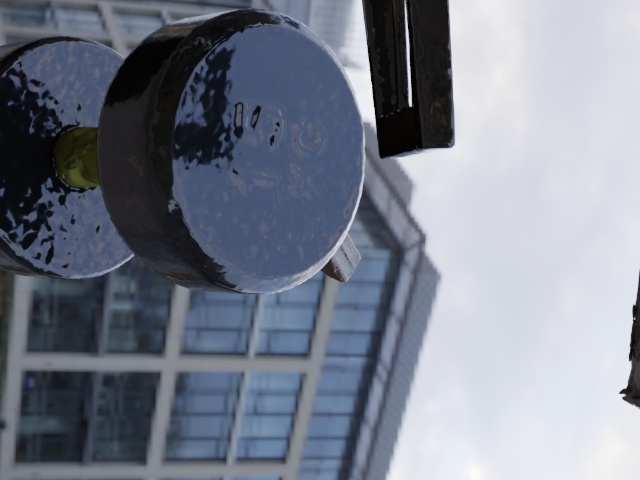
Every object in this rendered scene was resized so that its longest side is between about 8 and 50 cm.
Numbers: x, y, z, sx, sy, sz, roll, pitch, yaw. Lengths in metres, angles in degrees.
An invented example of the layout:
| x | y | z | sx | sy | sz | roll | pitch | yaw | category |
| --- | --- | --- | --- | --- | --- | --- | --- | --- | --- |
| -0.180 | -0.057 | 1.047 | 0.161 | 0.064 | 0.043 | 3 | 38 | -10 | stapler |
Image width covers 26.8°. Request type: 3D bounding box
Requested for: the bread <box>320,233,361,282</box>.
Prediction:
| x | y | z | sx | sy | sz | roll | pitch | yaw | category |
| --- | --- | --- | --- | --- | --- | --- | --- | --- | --- |
| 0.000 | 0.000 | 1.471 | 0.043 | 0.062 | 0.109 | -61 | 150 | -23 | bread |

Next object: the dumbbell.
| x | y | z | sx | sy | sz | roll | pitch | yaw | category |
| --- | --- | --- | --- | --- | --- | --- | --- | --- | --- |
| -0.140 | -0.066 | 1.038 | 0.322 | 0.204 | 0.203 | 2 | -91 | 47 | dumbbell |

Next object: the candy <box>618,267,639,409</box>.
| x | y | z | sx | sy | sz | roll | pitch | yaw | category |
| --- | --- | --- | --- | --- | --- | --- | --- | --- | --- |
| 0.396 | 0.092 | 1.262 | 0.137 | 0.195 | 0.184 | 174 | -72 | -73 | candy |

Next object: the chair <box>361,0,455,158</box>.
| x | y | z | sx | sy | sz | roll | pitch | yaw | category |
| --- | --- | --- | --- | --- | --- | --- | --- | --- | --- |
| 0.135 | -0.270 | 0.790 | 0.203 | 0.241 | 0.416 | -156 | -123 | -83 | chair |
